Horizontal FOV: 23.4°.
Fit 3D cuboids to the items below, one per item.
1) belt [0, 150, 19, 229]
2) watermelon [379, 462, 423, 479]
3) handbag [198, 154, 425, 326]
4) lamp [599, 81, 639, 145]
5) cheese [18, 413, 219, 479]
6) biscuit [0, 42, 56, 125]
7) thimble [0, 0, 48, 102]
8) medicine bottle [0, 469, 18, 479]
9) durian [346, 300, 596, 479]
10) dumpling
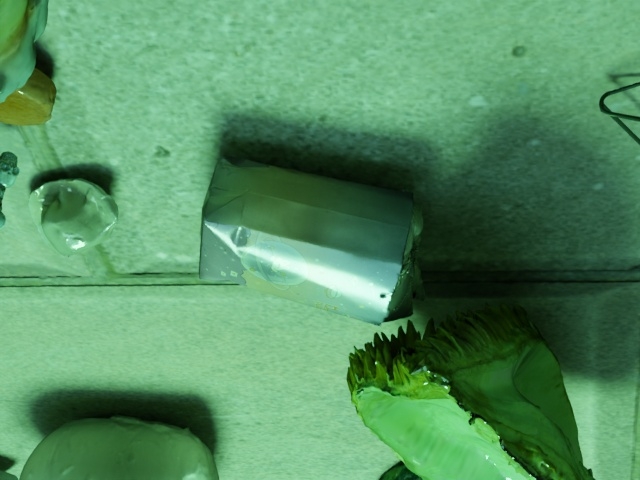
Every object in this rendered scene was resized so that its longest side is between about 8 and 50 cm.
[{"bbox_3d":[-0.306,-0.058,1.057,0.100,0.065,0.179,6,168,39],"label":"belt"},{"bbox_3d":[0.133,0.253,1.540,0.202,0.136,0.207,-13,141,-56],"label":"watermelon"},{"bbox_3d":[0.000,0.000,1.118,0.173,0.095,0.117,14,157,-1],"label":"handbag"},{"bbox_3d":[0.226,-0.062,1.033,0.054,0.041,0.121,-1,152,26],"label":"lamp"},{"bbox_3d":[-0.196,0.255,1.486,0.189,0.154,0.198,11,148,2],"label":"cheese"},{"bbox_3d":[-0.300,-0.128,0.993,0.250,0.036,0.165,6,161,0],"label":"biscuit"},{"bbox_3d":[-0.265,-0.183,0.787,0.288,0.167,0.254,27,143,-29],"label":"thimble"},{"bbox_3d":[-0.379,0.251,1.572,0.130,0.080,0.080,23,144,-28],"label":"medicine bottle"},{"bbox_3d":[0.121,0.155,1.194,0.163,0.198,0.394,-24,153,6],"label":"durian"},{"bbox_3d":[-0.185,-0.020,1.158,0.052,0.057,0.076,-25,-176,-18],"label":"dumpling"}]
